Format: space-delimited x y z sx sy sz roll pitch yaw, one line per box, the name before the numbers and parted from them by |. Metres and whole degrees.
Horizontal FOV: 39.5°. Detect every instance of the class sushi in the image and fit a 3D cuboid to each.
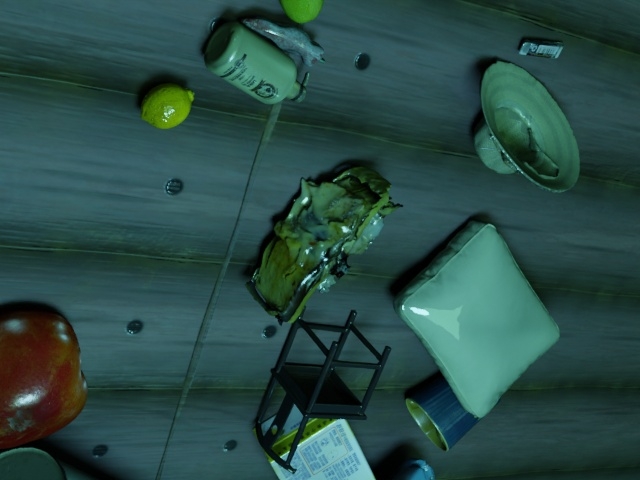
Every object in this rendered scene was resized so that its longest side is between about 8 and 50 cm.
sushi | -0.003 -0.003 1.460 0.291 0.139 0.131 -50 149 6

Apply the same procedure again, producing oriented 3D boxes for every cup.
cup | 0.272 0.335 1.817 0.155 0.131 0.176 -35 159 -12

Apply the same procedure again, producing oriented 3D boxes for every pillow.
pillow | 0.299 0.148 1.678 0.255 0.119 0.322 -44 117 -14

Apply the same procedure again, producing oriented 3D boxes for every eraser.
eraser | 0.380 -0.331 1.534 0.099 0.019 0.027 -1 133 -28

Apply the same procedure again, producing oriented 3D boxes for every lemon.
lemon | -0.214 -0.190 1.250 0.083 0.062 0.062 -28 128 -10

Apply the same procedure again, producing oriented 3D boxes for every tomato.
tomato | -0.446 0.226 1.317 0.200 0.140 0.233 -15 125 -14

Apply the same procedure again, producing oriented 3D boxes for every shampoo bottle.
shampoo bottle | -0.085 -0.244 1.280 0.162 0.079 0.079 27 102 -38

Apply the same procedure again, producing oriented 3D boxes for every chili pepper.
chili pepper | -0.046 -0.293 1.290 0.153 0.050 0.041 27 78 -33

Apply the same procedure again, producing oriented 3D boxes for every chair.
chair | -0.002 0.266 1.588 0.141 0.154 0.260 10 111 -33

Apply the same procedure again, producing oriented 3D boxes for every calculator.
calculator | 0.137 0.565 1.773 0.293 0.051 0.173 -42 132 -31

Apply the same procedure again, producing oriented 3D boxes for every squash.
squash | -0.040 -0.395 1.227 0.066 0.066 0.201 -24 125 -15

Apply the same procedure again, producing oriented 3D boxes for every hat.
hat | 0.322 -0.174 1.525 0.252 0.252 0.110 15 147 -35

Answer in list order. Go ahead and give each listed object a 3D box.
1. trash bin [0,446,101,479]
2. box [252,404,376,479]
trash bin | -0.372 0.522 1.419 0.280 0.280 0.432 -40 137 -3
box | -0.003 0.428 1.719 0.168 0.097 0.265 -33 129 -9
